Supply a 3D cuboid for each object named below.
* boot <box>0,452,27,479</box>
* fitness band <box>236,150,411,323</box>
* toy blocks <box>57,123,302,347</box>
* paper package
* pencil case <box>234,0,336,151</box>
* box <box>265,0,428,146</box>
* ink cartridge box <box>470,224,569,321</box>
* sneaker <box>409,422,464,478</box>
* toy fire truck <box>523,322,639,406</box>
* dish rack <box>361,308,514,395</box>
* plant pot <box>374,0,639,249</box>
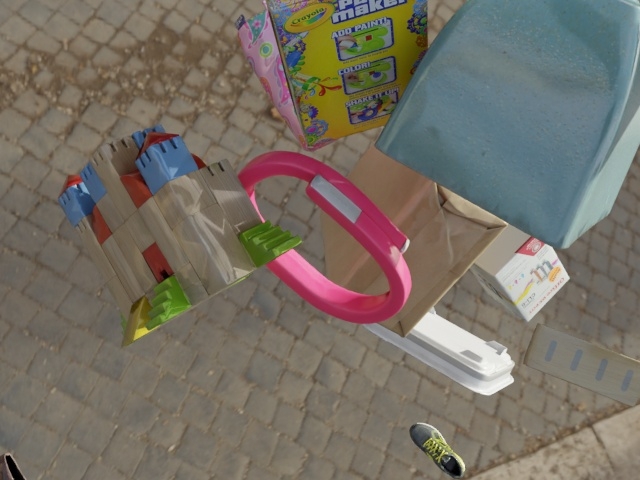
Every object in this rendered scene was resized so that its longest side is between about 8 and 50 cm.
[{"bbox_3d":[-0.610,0.408,1.356,0.248,0.207,0.090,59,17,4],"label":"boot"},{"bbox_3d":[0.000,0.000,1.077,0.291,0.209,0.054,44,51,-11],"label":"fitness band"},{"bbox_3d":[-0.223,-0.030,1.070,0.190,0.381,0.261,-29,90,-40],"label":"toy blocks"},{"bbox_3d":[0.150,-0.043,1.431,0.168,0.309,0.325,29,25,-19],"label":"paper package"},{"bbox_3d":[-0.047,-0.307,1.457,0.124,0.124,0.284,-21,74,-31],"label":"pencil case"},{"bbox_3d":[0.012,-0.328,0.994,0.177,0.279,0.290,-16,65,1],"label":"box"},{"bbox_3d":[0.372,0.043,1.513,0.128,0.127,0.176,-45,131,-2],"label":"ink cartridge box"},{"bbox_3d":[0.140,0.246,0.918,0.083,0.035,0.031,41,87,3],"label":"sneaker"},{"bbox_3d":[0.340,0.089,0.752,0.246,0.158,0.217,18,75,-33],"label":"toy fire truck"},{"bbox_3d":[0.282,0.227,1.790,0.332,0.072,0.285,29,12,25],"label":"dish rack"},{"bbox_3d":[0.257,-0.177,0.904,0.247,0.252,0.247,32,27,22],"label":"plant pot"}]
